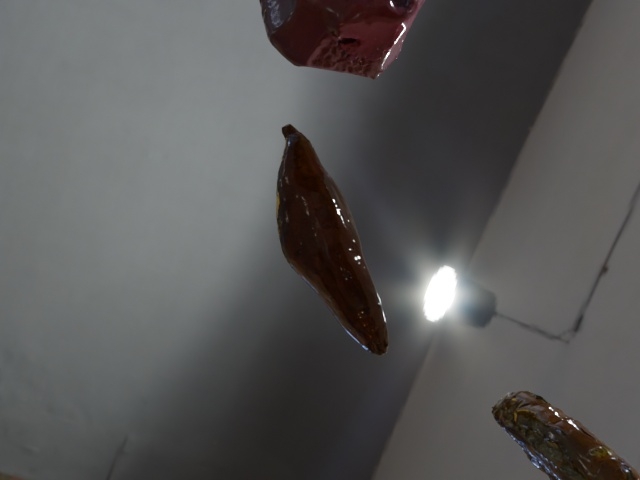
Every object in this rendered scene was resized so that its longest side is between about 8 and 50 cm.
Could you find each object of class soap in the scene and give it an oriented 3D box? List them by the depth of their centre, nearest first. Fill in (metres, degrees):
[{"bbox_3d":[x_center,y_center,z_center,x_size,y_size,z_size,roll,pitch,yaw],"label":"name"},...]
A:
[{"bbox_3d":[0.027,-0.340,1.355,0.325,0.220,0.127,-108,-148,-48],"label":"soap"}]

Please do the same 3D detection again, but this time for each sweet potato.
[{"bbox_3d":[-0.002,-0.005,1.390,0.112,0.112,0.359,-46,-123,55],"label":"sweet potato"}]

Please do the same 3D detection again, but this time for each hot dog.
[{"bbox_3d":[0.278,0.241,1.122,0.072,0.115,0.269,-48,-154,0],"label":"hot dog"}]
